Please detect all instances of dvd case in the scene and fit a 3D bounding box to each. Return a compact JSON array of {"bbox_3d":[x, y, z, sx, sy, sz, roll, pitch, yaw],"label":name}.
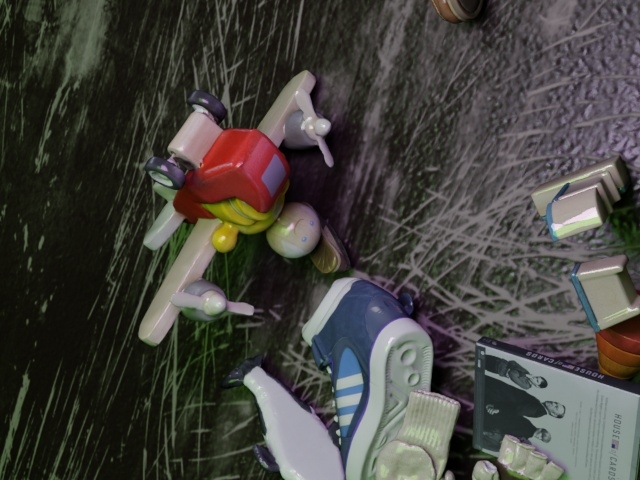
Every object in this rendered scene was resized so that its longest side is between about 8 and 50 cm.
[{"bbox_3d":[0.315,0.241,1.383,0.238,0.029,0.179,16,122,32],"label":"dvd case"}]

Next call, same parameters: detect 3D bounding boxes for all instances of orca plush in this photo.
[{"bbox_3d":[-0.060,0.320,1.627,0.287,0.151,0.102,38,139,26],"label":"orca plush"}]

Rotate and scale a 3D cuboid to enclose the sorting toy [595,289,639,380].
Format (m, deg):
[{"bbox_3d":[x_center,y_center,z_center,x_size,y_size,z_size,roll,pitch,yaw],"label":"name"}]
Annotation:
[{"bbox_3d":[0.482,0.205,1.290,0.365,0.127,0.126,35,130,32],"label":"sorting toy"}]

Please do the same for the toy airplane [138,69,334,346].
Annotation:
[{"bbox_3d":[-0.130,-0.053,1.594,0.272,0.384,0.386,30,116,-5],"label":"toy airplane"}]

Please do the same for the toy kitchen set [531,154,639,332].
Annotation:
[{"bbox_3d":[0.345,0.008,1.340,0.122,0.207,0.166,-21,98,31],"label":"toy kitchen set"}]

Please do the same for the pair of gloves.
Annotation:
[{"bbox_3d":[0.195,0.336,1.433,0.240,0.042,0.204,26,110,11],"label":"pair of gloves"}]

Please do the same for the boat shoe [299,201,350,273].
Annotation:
[{"bbox_3d":[0.000,0.000,1.634,0.056,0.049,0.152,-48,46,23],"label":"boat shoe"}]

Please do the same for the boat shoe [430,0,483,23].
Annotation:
[{"bbox_3d":[0.161,-0.446,1.528,0.104,0.110,0.308,-21,66,34],"label":"boat shoe"}]

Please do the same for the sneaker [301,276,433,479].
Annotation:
[{"bbox_3d":[0.058,0.215,1.562,0.236,0.130,0.323,38,128,52],"label":"sneaker"}]
